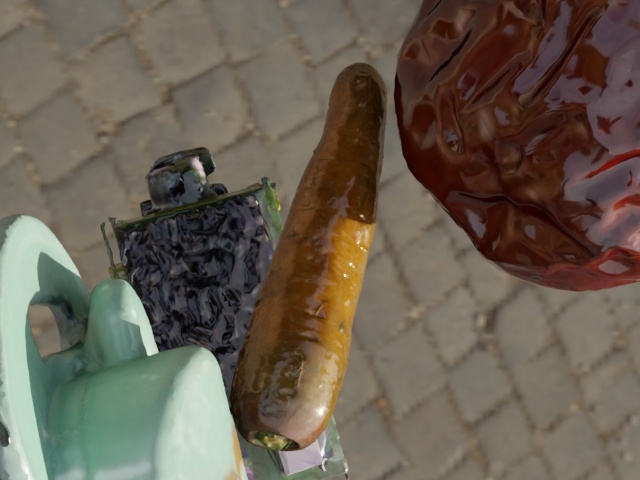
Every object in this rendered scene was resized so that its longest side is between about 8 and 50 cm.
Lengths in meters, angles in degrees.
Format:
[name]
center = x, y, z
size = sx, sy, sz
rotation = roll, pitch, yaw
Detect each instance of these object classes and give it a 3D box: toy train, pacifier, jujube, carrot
[toy train]
center = -0.065, 0.065, 1.356
size = 0.134, 0.177, 0.261
rotation = -15, 93, -7
[pacifier]
center = -0.159, 0.164, 1.009
size = 0.269, 0.288, 0.343
rotation = -11, 85, 8
[jujube]
center = 0.139, -0.091, 0.810
size = 0.174, 0.174, 0.250
rotation = 24, 119, -30
[carrot]
center = 0.000, 0.000, 0.845
size = 0.047, 0.047, 0.191
rotation = 29, 61, -30
